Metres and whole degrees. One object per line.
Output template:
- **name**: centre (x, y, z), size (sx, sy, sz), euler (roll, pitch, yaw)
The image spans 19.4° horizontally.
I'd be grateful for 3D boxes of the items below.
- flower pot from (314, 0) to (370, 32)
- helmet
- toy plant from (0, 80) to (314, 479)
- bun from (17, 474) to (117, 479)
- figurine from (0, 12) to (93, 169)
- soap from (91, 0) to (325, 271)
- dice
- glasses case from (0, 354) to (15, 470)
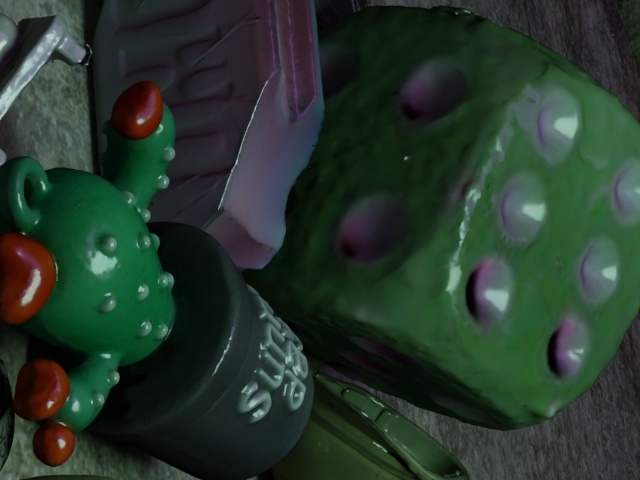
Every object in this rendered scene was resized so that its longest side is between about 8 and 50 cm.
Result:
- **flower pot**: centre (-0.040, -0.265, 1.906), size (0.235, 0.141, 0.235), euler (35, 51, -57)
- **helmet**: centre (0.015, 0.215, 1.815), size (0.137, 0.204, 0.257), euler (-53, 134, 2)
- **toy plant**: centre (-0.149, 0.049, 1.474), size (0.279, 0.185, 0.400), euler (-56, 144, -9)
- **bun**: centre (-0.192, 0.334, 1.197), size (0.364, 0.202, 0.364), euler (32, 51, -48)
- **figurine**: centre (-0.297, -0.179, 1.361), size (0.256, 0.182, 0.144), euler (51, -6, -33)
- **soap**: centre (-0.102, -0.135, 1.662), size (0.109, 0.193, 0.323), euler (16, 66, -60)
- **dice**: centre (0.118, -0.018, 1.807), size (0.318, 0.330, 0.322), euler (37, 72, -45)
- **glasses case**: centre (-0.311, 0.148, 1.231), size (0.355, 0.085, 0.137), euler (-40, 117, -62)
